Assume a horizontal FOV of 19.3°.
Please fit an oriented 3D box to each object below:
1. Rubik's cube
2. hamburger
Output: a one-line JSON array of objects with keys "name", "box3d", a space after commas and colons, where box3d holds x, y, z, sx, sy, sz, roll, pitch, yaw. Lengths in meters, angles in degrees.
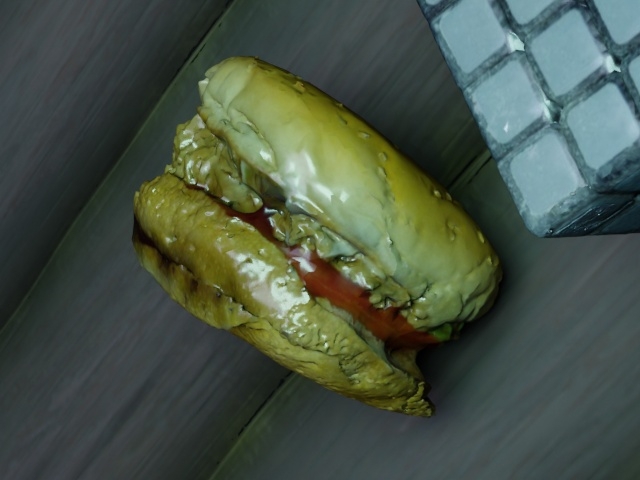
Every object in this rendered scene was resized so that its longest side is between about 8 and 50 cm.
[{"name": "Rubik's cube", "box3d": [0.207, -0.155, 1.019, 0.237, 0.237, 0.238, -37, 66, 37]}, {"name": "hamburger", "box3d": [0.000, 0.000, 1.225, 0.244, 0.244, 0.163, 29, 88, 38]}]
